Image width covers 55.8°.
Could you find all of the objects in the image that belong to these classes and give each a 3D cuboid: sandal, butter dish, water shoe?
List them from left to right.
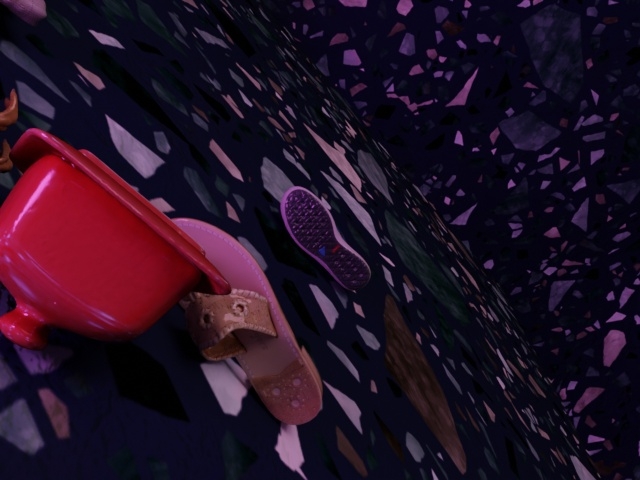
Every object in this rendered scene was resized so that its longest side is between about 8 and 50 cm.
[{"bbox_3d":[-0.168,0.020,0.412,0.160,0.118,0.159,43,-21,-24],"label":"butter dish"},{"bbox_3d":[-0.076,0.084,0.558,0.240,0.088,0.079,55,10,-10],"label":"sandal"},{"bbox_3d":[0.000,0.000,0.994,0.203,0.073,0.080,53,-5,-13],"label":"water shoe"}]

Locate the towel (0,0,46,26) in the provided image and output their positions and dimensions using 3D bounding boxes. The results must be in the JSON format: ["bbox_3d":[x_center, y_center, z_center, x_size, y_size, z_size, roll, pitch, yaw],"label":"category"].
[{"bbox_3d":[-0.441,-0.357,0.568,0.324,0.056,0.312,19,34,-58],"label":"towel"}]

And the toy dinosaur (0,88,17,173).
[{"bbox_3d":[-0.275,-0.074,0.427,0.112,0.064,0.211,2,41,-46],"label":"toy dinosaur"}]
